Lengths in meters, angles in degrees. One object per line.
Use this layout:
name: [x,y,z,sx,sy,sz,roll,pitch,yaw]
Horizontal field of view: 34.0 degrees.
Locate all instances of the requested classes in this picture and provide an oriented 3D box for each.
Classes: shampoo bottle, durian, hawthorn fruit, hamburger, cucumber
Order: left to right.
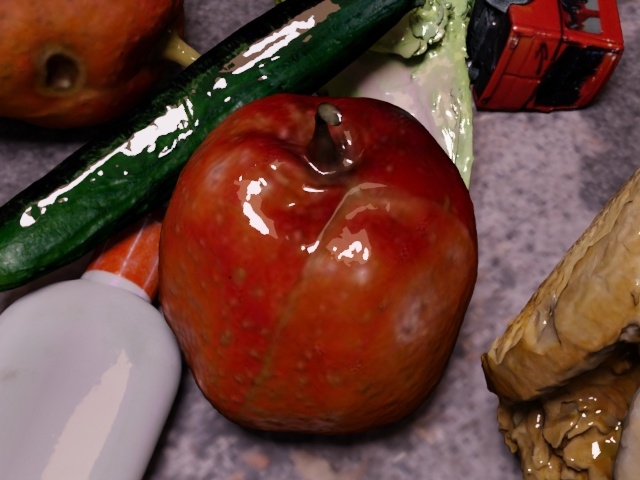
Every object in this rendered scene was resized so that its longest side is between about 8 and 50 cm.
shampoo bottle: [-0.127,0.074,0.529,0.108,0.051,0.221,13,59,13]
hawthorn fruit: [-0.103,-0.122,0.613,0.285,0.165,0.165,20,58,-8]
cucumber: [-0.068,-0.062,0.545,0.284,0.056,0.056,-35,64,-6]
hawthorn fruit: [0.000,0.000,0.493,0.157,0.194,0.157,2,52,-3]
durian: [0.036,-0.166,0.645,0.106,0.132,0.375,6,66,-19]
hamburger: [0.179,0.018,0.458,0.146,0.243,0.286,39,81,19]

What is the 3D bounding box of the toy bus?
toy bus: [0.132,-0.179,0.675,0.089,0.081,0.195,5,57,-9]
